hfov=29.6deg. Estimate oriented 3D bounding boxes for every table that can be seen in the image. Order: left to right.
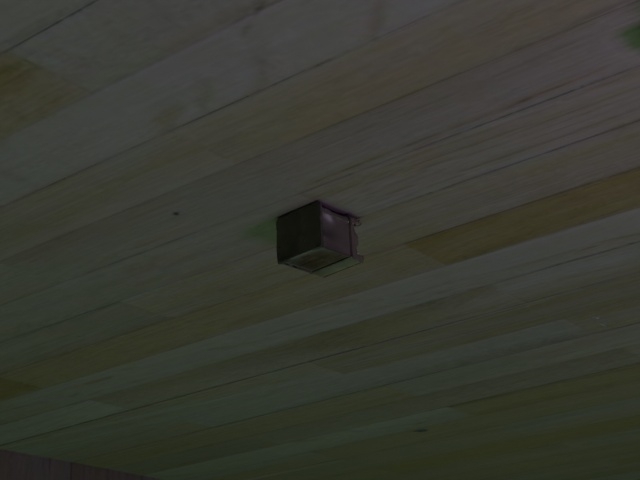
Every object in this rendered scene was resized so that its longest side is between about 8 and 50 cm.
[{"bbox_3d":[0.000,0.000,1.533,0.079,0.062,0.083,-22,150,38],"label":"table"}]
